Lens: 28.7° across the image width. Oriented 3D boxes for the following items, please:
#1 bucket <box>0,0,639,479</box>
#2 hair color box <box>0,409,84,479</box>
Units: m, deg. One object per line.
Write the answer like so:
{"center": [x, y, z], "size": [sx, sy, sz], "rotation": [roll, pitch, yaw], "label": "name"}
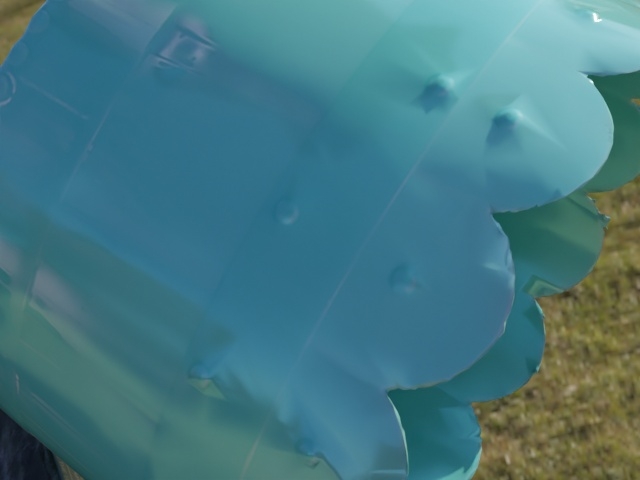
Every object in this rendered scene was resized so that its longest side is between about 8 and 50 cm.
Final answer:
{"center": [0.000, 0.000, 0.489], "size": [0.183, 0.281, 0.281], "rotation": [31, 51, 15], "label": "bucket"}
{"center": [-0.265, 0.181, 0.605], "size": [0.374, 0.113, 0.185], "rotation": [-30, 62, 6], "label": "hair color box"}
